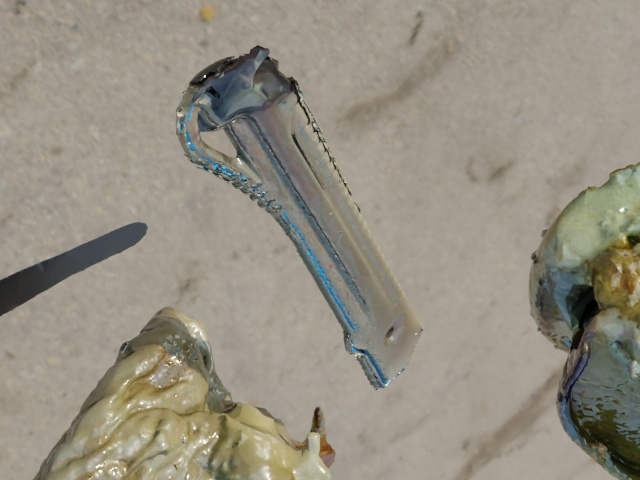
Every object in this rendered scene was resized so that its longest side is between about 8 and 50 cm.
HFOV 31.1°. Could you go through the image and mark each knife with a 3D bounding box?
[{"bbox_3d":[-0.004,-0.003,0.824,0.089,0.043,0.365,-43,137,-10],"label":"knife"}]

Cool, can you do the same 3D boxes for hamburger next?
[{"bbox_3d":[0.338,0.076,0.962,0.318,0.195,0.276,-8,145,1],"label":"hamburger"}]

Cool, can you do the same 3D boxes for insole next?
[{"bbox_3d":[-0.281,0.036,1.170,0.232,0.003,0.080,-28,161,-12],"label":"insole"}]

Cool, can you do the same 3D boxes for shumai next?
[{"bbox_3d":[-0.110,0.242,0.962,0.314,0.262,0.267,-56,177,-42],"label":"shumai"}]
